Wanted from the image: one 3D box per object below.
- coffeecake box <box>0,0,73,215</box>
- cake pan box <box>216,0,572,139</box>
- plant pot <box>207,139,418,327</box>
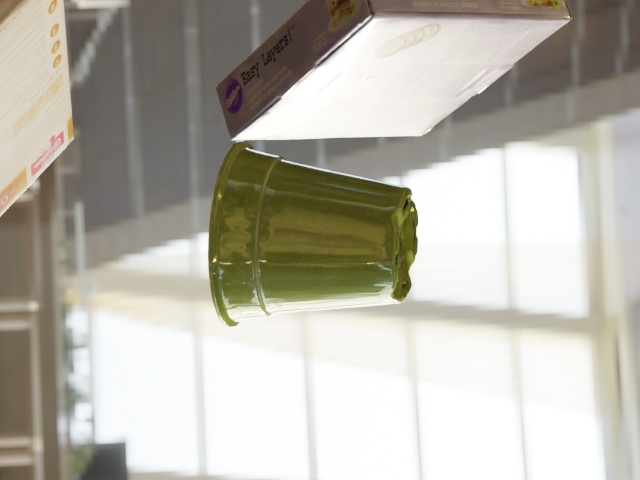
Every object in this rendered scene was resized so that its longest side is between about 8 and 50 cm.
[{"bbox_3d":[-0.239,-0.096,1.342,0.142,0.068,0.185,-51,161,-32],"label":"coffeecake box"},{"bbox_3d":[0.065,-0.174,1.876,0.267,0.246,0.070,-38,-119,49],"label":"cake pan box"},{"bbox_3d":[0.000,0.000,0.868,0.083,0.079,0.083,4,90,-76],"label":"plant pot"}]
